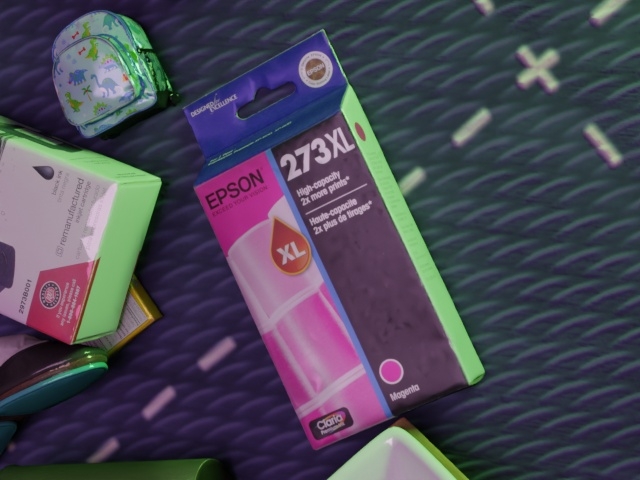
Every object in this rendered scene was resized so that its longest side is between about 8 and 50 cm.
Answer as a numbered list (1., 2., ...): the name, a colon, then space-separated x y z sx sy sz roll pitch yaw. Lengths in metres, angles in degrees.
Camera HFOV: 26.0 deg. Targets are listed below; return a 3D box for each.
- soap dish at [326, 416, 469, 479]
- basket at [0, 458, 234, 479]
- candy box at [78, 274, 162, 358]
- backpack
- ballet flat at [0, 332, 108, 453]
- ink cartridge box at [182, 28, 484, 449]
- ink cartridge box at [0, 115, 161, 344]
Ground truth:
1. soap dish: 0.044 0.332 1.240 0.291 0.118 0.229 -41 50 -8
2. basket: -0.199 0.307 1.398 0.227 0.154 0.204 -14 81 18
3. candy box: -0.262 0.026 1.453 0.105 0.027 0.206 -38 82 23
4. backpack: -0.215 -0.170 1.383 0.105 0.084 0.114 -24 84 19
5. ballet flat: -0.335 0.158 1.451 0.280 0.095 0.096 -38 68 29
6. ink cartridge box: 0.000 0.000 1.335 0.176 0.069 0.371 -26 84 21
7. ink cartridge box: -0.303 -0.021 1.395 0.237 0.100 0.172 21 101 17
